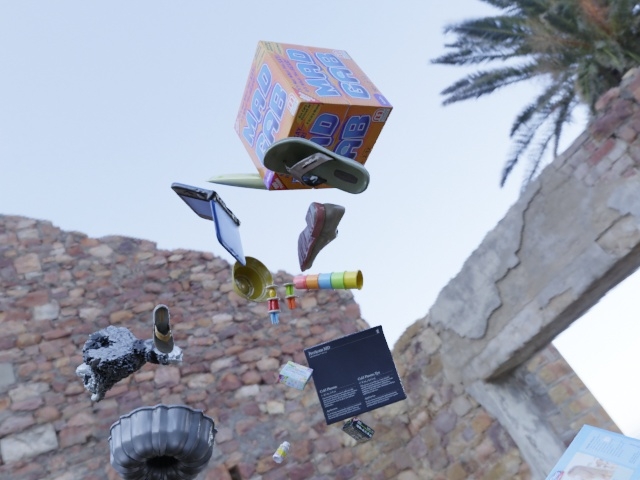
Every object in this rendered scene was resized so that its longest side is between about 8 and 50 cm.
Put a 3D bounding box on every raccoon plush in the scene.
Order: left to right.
[{"bbox_3d":[-0.797,0.553,2.284,0.216,0.447,0.299,-57,-23,-55],"label":"raccoon plush"}]

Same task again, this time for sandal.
[{"bbox_3d":[-0.559,0.319,1.974,0.072,0.180,0.049,-7,6,-32],"label":"sandal"},{"bbox_3d":[-0.012,-0.195,1.505,0.303,0.086,0.120,16,-50,2],"label":"sandal"}]

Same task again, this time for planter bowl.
[{"bbox_3d":[-0.309,0.180,2.358,0.217,0.217,0.090,6,-30,-46],"label":"planter bowl"}]

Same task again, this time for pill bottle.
[{"bbox_3d":[-0.155,0.853,2.231,0.043,0.043,0.083,-57,-6,37],"label":"pill bottle"}]

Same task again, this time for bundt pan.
[{"bbox_3d":[-0.479,0.644,1.687,0.331,0.124,0.330,-7,-49,-8],"label":"bundt pan"}]

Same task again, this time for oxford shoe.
[{"bbox_3d":[0.000,0.000,1.970,0.130,0.123,0.348,-2,-34,-19],"label":"oxford shoe"}]

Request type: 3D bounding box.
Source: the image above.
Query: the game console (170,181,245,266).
[{"bbox_3d":[-0.390,-0.052,1.943,0.293,0.250,0.173,64,-139,-67],"label":"game console"}]

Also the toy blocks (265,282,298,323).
[{"bbox_3d":[-0.146,0.246,2.148,0.123,0.148,0.054,-7,-17,-1],"label":"toy blocks"}]

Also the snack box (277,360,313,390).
[{"bbox_3d":[-0.090,0.492,2.016,0.141,0.100,0.037,-28,-46,-77],"label":"snack box"}]

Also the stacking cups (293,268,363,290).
[{"bbox_3d":[0.034,0.185,2.492,0.316,0.096,0.096,-5,-20,26],"label":"stacking cups"}]

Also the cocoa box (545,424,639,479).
[{"bbox_3d":[0.736,0.695,1.424,0.347,0.228,0.231,-36,18,-28],"label":"cocoa box"}]

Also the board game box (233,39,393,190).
[{"bbox_3d":[-0.040,-0.424,1.918,0.356,0.356,0.356,-6,-41,-32],"label":"board game box"}]

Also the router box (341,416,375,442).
[{"bbox_3d":[0.143,0.727,2.118,0.038,0.092,0.122,-53,-2,-31],"label":"router box"}]

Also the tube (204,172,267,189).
[{"bbox_3d":[-0.292,-0.219,2.005,0.240,0.062,0.070,4,-21,11],"label":"tube"}]

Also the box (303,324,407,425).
[{"bbox_3d":[0.138,0.549,2.291,0.343,0.312,0.179,-17,-10,-3],"label":"box"}]
